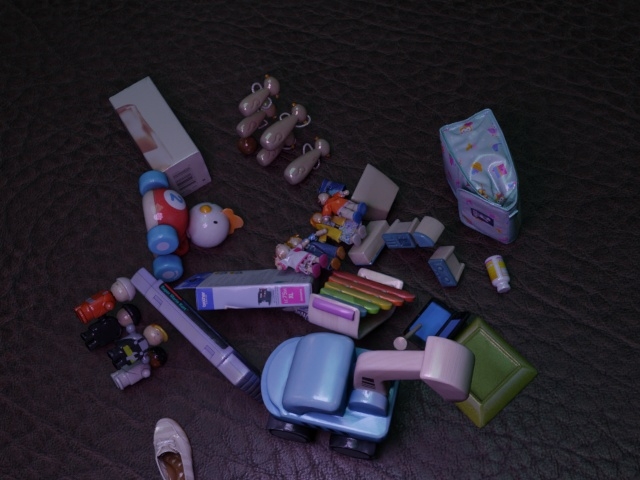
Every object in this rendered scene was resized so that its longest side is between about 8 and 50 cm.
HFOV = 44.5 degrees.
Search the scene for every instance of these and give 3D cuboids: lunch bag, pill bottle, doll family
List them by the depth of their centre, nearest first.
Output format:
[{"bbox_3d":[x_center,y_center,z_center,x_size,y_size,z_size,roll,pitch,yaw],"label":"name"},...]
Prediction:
[{"bbox_3d":[0.417,0.079,1.832,0.043,0.043,0.083,-14,63,1],"label":"pill bottle"},{"bbox_3d":[0.389,-0.133,1.842,0.160,0.223,0.262,-22,64,3],"label":"lunch bag"},{"bbox_3d":[0.000,0.000,1.853,0.163,0.118,0.263,21,63,39],"label":"doll family"},{"bbox_3d":[0.027,-0.108,1.948,0.065,0.098,0.067,16,72,18],"label":"lunch bag"}]

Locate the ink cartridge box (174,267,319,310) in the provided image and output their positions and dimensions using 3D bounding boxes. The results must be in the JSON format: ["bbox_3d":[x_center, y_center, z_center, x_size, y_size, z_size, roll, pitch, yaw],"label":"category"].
[{"bbox_3d":[-0.164,0.112,1.820,0.311,0.186,0.065,-1,99,6],"label":"ink cartridge box"}]

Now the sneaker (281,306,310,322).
[{"bbox_3d":[-0.029,0.166,1.847,0.135,0.052,0.058,-1,72,12],"label":"sneaker"}]

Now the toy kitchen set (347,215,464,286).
[{"bbox_3d":[0.205,0.048,1.856,0.207,0.166,0.122,-4,39,45],"label":"toy kitchen set"}]

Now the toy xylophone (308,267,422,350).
[{"bbox_3d":[0.108,0.147,1.730,0.236,0.322,0.081,15,104,12],"label":"toy xylophone"}]

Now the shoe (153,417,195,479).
[{"bbox_3d":[-0.318,0.487,1.719,0.076,0.058,0.219,-22,63,-4],"label":"shoe"}]

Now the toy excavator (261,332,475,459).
[{"bbox_3d":[0.075,0.282,1.552,0.432,0.445,0.222,10,66,13],"label":"toy excavator"}]

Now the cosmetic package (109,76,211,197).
[{"bbox_3d":[-0.422,-0.265,2.059,0.129,0.153,0.296,-31,62,-9],"label":"cosmetic package"}]

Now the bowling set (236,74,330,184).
[{"bbox_3d":[-0.128,-0.294,2.025,0.154,0.287,0.200,-46,33,-22],"label":"bowling set"}]

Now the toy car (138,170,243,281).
[{"bbox_3d":[-0.309,-0.048,1.920,0.238,0.210,0.219,-10,52,-11],"label":"toy car"}]

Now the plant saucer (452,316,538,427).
[{"bbox_3d":[0.354,0.284,1.738,0.188,0.045,0.188,-40,66,-12],"label":"plant saucer"}]

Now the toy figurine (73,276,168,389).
[{"bbox_3d":[-0.446,0.213,1.794,0.148,0.213,0.209,-33,66,-27],"label":"toy figurine"}]

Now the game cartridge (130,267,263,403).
[{"bbox_3d":[-0.261,0.211,1.752,0.355,0.230,0.068,40,76,22],"label":"game cartridge"}]

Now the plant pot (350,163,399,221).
[{"bbox_3d":[0.134,-0.106,1.934,0.096,0.109,0.109,23,68,6],"label":"plant pot"}]

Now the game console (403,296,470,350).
[{"bbox_3d":[0.265,0.191,1.784,0.071,0.107,0.122,43,75,-6],"label":"game console"}]
